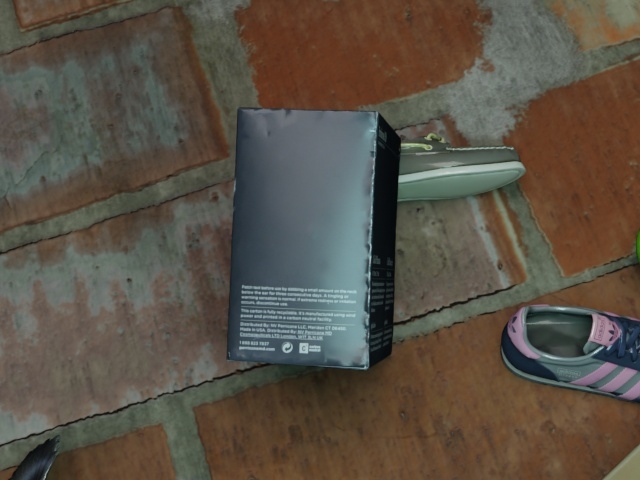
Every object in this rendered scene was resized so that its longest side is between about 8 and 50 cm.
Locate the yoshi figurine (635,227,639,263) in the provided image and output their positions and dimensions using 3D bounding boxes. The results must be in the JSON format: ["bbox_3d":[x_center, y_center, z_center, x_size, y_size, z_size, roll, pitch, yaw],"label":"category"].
[{"bbox_3d":[0.543,-0.069,1.999,0.203,0.203,0.362,4,63,33],"label":"yoshi figurine"}]

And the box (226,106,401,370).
[{"bbox_3d":[0.000,0.000,1.883,0.179,0.343,0.313,3,88,8],"label":"box"}]

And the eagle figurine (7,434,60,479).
[{"bbox_3d":[-0.402,0.426,1.879,0.298,0.225,0.226,-32,102,-36],"label":"eagle figurine"}]

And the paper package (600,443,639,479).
[{"bbox_3d":[0.514,0.366,1.746,0.309,0.168,0.325,-47,66,18],"label":"paper package"}]

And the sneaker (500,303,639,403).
[{"bbox_3d":[0.402,0.149,1.938,0.319,0.131,0.112,4,66,7],"label":"sneaker"}]

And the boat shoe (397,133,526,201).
[{"bbox_3d":[0.142,-0.108,2.096,0.305,0.109,0.091,-8,70,6],"label":"boat shoe"}]
